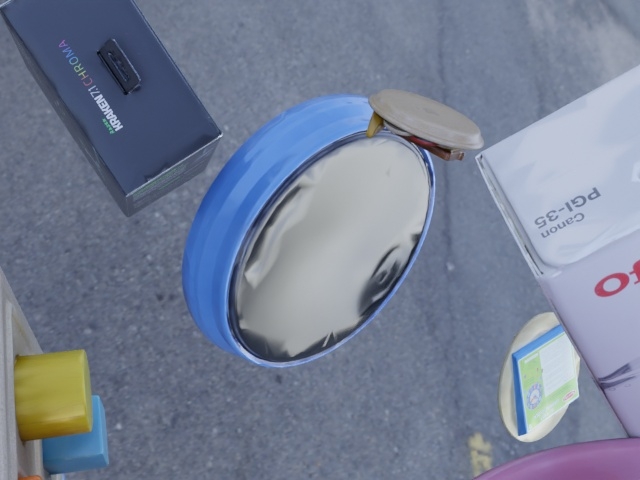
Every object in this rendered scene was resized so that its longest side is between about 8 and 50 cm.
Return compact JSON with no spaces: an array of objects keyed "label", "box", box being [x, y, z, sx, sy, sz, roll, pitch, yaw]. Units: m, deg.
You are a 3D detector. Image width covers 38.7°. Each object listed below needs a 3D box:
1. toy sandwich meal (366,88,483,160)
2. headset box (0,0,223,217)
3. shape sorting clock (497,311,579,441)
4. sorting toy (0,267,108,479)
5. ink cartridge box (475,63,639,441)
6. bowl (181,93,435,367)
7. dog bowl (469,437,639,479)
[{"label":"toy sandwich meal","box":[0.064,-0.069,0.574,0.086,0.029,0.085,18,24,-8]},{"label":"headset box","box":[-0.246,-0.172,1.086,0.131,0.283,0.246,-34,92,-11]},{"label":"shape sorting clock","box":[0.340,0.212,1.418,0.206,0.040,0.206,-5,98,-41]},{"label":"sorting toy","box":[-0.121,0.114,0.418,0.047,0.347,0.196,-10,68,-12]},{"label":"ink cartridge box","box":[0.252,0.016,0.573,0.283,0.207,0.117,51,15,-41]},{"label":"bowl","box":[0.000,0.000,1.203,0.077,0.391,0.391,37,18,36]},{"label":"dog bowl","box":[0.198,0.244,0.445,0.408,0.408,0.150,-31,120,-55]}]
